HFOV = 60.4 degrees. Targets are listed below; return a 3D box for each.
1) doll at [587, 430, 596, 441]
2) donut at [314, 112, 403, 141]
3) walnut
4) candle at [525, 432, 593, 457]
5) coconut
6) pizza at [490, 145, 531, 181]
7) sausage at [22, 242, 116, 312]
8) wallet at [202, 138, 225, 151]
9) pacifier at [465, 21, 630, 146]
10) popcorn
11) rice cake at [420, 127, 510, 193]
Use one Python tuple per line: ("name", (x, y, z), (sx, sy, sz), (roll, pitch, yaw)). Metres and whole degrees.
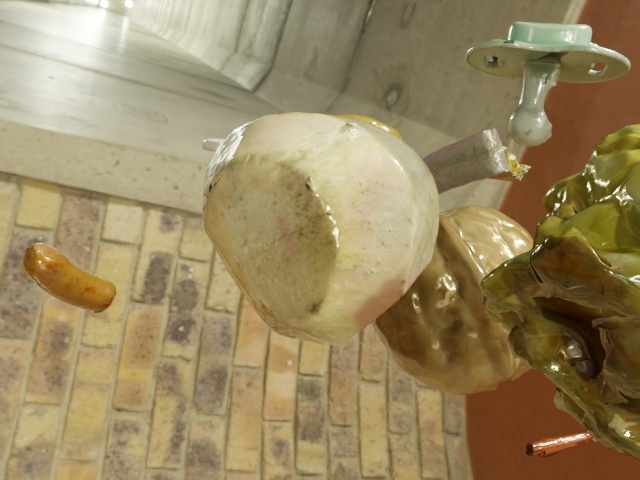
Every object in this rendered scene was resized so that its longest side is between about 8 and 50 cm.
("doll", (0.519, 0.292, 1.009), (0.062, 0.106, 0.163), (135, -56, -81))
("donut", (0.032, -0.101, 1.174), (0.360, 0.360, 0.170), (129, -32, -47))
("walnut", (0.274, 0.117, 1.081), (0.381, 0.381, 0.381), (-168, -90, -67))
("candle", (0.383, 0.309, 0.846), (0.021, 0.167, 0.026), (153, -67, -63))
("coconut", (-0.002, -0.026, 0.791), (0.352, 0.352, 0.353), (-168, -90, -67))
("pizza", (0.450, -0.225, 1.477), (0.288, 0.279, 0.075), (52, 49, -84))
("sausage", (-0.645, 0.098, 1.401), (0.108, 0.270, 0.109), (-11, -124, 17))
("wallet", (-0.179, -0.223, 1.301), (0.095, 0.190, 0.033), (22, -68, 48))
("pacifier", (0.491, -0.345, 1.241), (0.288, 0.343, 0.269), (-3, 106, -67))
("popcorn", (0.260, 0.042, 0.405), (0.237, 0.293, 0.293), (-49, -176, -36))
("rice cake", (0.300, -0.168, 1.284), (0.298, 0.050, 0.106), (-18, -88, 55))
